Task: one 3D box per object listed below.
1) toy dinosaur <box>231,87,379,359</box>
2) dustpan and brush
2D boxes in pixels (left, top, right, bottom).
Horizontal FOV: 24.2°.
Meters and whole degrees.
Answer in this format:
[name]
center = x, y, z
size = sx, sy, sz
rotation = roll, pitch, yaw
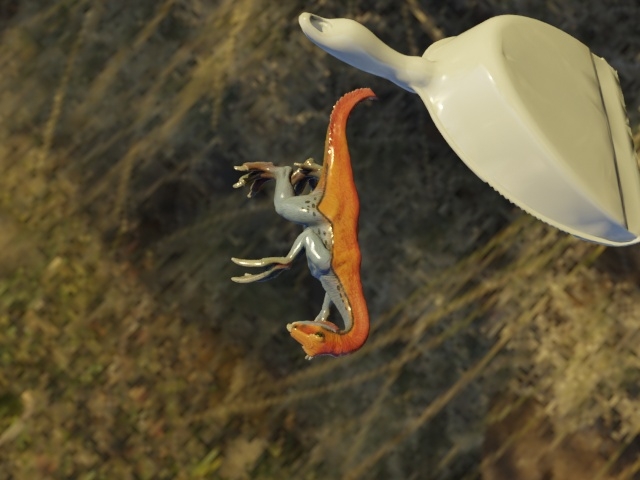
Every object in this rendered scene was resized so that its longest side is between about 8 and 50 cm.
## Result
[toy dinosaur]
center = 0.000, 0.000, 0.519
size = 0.047, 0.090, 0.082
rotation = 14, -153, -42
[dustpan and brush]
center = 0.083, -0.082, 0.815
size = 0.211, 0.147, 0.060
rotation = 30, 131, -32
